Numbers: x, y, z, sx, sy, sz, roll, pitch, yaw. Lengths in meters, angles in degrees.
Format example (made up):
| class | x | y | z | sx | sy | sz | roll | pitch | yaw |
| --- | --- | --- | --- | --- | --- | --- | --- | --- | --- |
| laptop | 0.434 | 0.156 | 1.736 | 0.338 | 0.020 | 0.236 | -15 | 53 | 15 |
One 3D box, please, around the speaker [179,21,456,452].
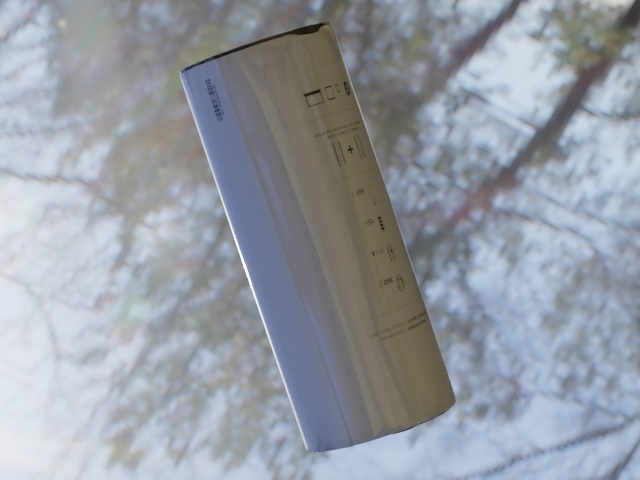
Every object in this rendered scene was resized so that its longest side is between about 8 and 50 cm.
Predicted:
| class | x | y | z | sx | sy | sz | roll | pitch | yaw |
| --- | --- | --- | --- | --- | --- | --- | --- | --- | --- |
| speaker | 0.000 | 0.000 | 0.598 | 0.055 | 0.055 | 0.136 | -29 | -79 | -72 |
